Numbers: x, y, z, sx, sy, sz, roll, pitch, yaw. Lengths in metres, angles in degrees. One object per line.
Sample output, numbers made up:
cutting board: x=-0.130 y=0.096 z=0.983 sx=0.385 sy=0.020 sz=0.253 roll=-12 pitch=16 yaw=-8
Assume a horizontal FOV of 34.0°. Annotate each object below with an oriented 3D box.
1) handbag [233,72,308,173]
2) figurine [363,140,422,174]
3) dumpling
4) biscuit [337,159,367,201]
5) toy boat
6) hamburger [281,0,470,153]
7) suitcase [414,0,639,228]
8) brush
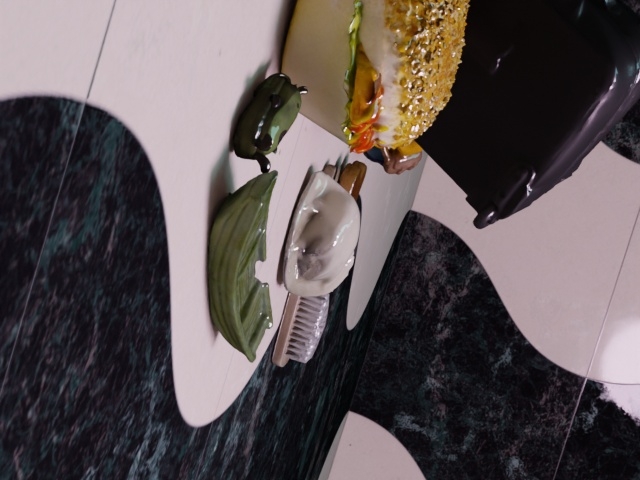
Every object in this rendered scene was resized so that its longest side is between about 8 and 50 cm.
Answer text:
handbag: x=-0.049 y=-0.125 z=1.036 sx=0.072 sy=0.047 sz=0.111 roll=97 pitch=16 yaw=-52
figurine: x=0.134 y=-0.229 z=1.713 sx=0.332 sy=0.204 sz=0.185 roll=-23 pitch=-135 yaw=63
dumpling: x=-0.001 y=0.001 z=1.475 sx=0.150 sy=0.092 sz=0.176 roll=-47 pitch=161 yaw=-39
biscuit: x=0.021 y=-0.017 z=1.705 sx=0.180 sy=0.039 sz=0.236 roll=-33 pitch=141 yaw=-80
toy boat: x=-0.081 y=0.026 z=1.109 sx=0.293 sy=0.055 sz=0.093 roll=96 pitch=15 yaw=-53
hamburger: x=0.075 y=-0.235 z=1.158 sx=0.276 sy=0.179 sz=0.294 roll=55 pitch=53 yaw=-78
suitcase: x=0.221 y=-0.239 z=1.328 sx=0.188 sy=0.345 sz=0.339 roll=-26 pitch=158 yaw=-39
brush: x=-0.005 y=0.046 z=1.598 sx=0.070 sy=0.065 sz=0.328 roll=-33 pitch=139 yaw=-72
